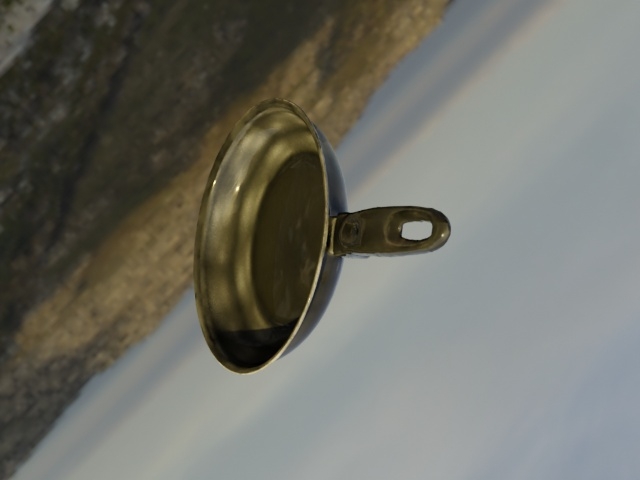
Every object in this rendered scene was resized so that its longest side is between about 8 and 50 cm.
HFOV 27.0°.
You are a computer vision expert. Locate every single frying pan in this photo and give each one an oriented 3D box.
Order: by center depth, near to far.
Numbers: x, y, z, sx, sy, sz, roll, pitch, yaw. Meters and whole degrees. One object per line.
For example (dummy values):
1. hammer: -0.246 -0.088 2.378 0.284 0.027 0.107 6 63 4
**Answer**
1. frying pan: -0.004 -0.026 0.900 0.326 0.053 0.197 -36 -128 50
